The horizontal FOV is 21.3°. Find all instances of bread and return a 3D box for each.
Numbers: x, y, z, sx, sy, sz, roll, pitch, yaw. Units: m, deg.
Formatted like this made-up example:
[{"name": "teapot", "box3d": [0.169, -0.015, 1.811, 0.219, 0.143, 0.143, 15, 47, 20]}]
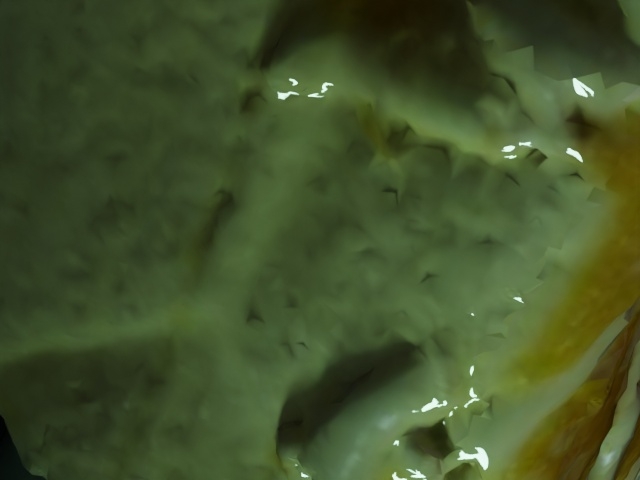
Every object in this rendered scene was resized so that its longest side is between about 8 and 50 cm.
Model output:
[{"name": "bread", "box3d": [0.059, -0.082, 0.648, 0.371, 0.279, 0.390, -35, 150, -56]}]

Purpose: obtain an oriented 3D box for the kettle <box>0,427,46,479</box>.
[{"name": "kettle", "box3d": [-0.082, 0.126, 0.826, 0.221, 0.161, 0.236, -48, -171, 37]}]
